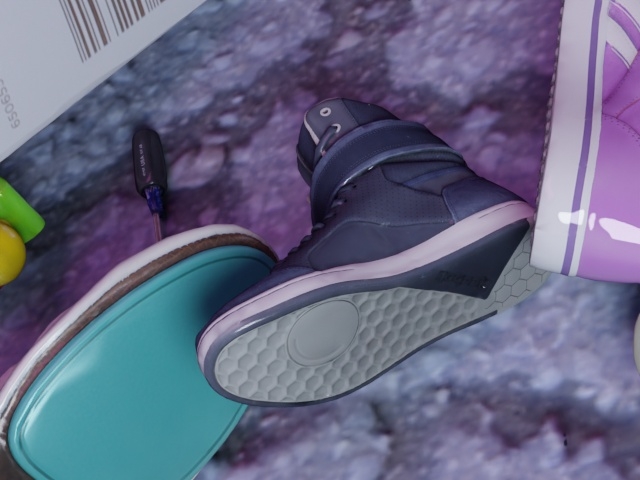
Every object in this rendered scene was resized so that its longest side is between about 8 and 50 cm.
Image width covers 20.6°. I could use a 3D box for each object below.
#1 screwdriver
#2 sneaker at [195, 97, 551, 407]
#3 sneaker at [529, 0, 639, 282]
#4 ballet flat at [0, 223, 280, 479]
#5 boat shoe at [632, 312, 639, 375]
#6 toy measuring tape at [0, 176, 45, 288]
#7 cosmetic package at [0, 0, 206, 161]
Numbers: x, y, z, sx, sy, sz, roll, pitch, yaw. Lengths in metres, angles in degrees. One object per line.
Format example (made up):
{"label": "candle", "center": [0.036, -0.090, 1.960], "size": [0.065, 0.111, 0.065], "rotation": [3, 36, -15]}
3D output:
{"label": "screwdriver", "center": [-0.104, -0.006, 1.164], "size": [0.025, 0.024, 0.170], "rotation": [-9, 55, -11]}
{"label": "sneaker", "center": [0.000, 0.001, 1.006], "size": [0.226, 0.086, 0.163], "rotation": [-20, 44, -27]}
{"label": "sneaker", "center": [0.207, -0.080, 0.992], "size": [0.161, 0.102, 0.282], "rotation": [6, 50, 7]}
{"label": "ballet flat", "center": [-0.173, 0.149, 1.031], "size": [0.139, 0.139, 0.400], "rotation": [22, 72, 39]}
{"label": "boat shoe", "center": [0.257, 0.077, 0.854], "size": [0.227, 0.068, 0.081], "rotation": [21, 111, 44]}
{"label": "toy measuring tape", "center": [-0.301, -0.022, 1.237], "size": [0.121, 0.121, 0.330], "rotation": [-51, 39, -10]}
{"label": "cosmetic package", "center": [-0.287, -0.309, 1.227], "size": [0.393, 0.327, 0.329], "rotation": [21, 53, 39]}
